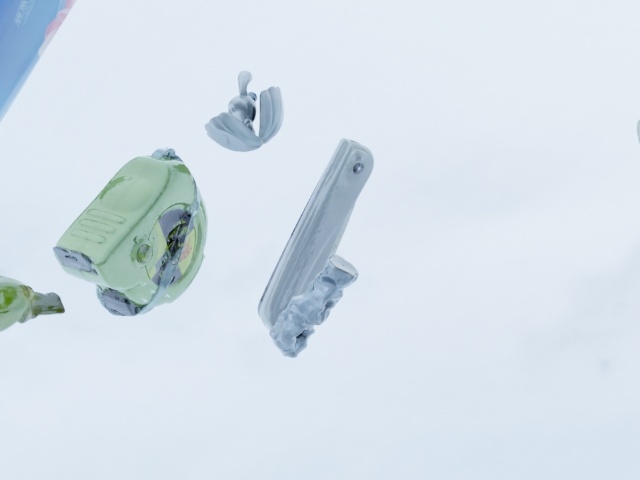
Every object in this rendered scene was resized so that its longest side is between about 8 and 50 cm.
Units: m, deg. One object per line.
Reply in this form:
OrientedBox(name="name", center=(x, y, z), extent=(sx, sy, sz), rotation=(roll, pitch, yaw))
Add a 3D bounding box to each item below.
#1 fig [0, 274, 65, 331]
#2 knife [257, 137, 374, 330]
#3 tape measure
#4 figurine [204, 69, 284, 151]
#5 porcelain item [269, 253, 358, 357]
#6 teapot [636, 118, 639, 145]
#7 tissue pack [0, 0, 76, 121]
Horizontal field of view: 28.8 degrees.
OrientedBox(name="fig", center=(-0.431, 0.087, 1.153), extent=(0.233, 0.314, 0.233), rotation=(3, 94, 40))
OrientedBox(name="knife", center=(-0.003, -0.002, 1.583), extent=(0.040, 0.073, 0.266), rotation=(37, 105, 58))
OrientedBox(name="tape measure", center=(-0.208, -0.005, 1.448), extent=(0.106, 0.175, 0.200), rotation=(13, 55, 27))
OrientedBox(name="figurine", center=(-0.086, -0.151, 1.512), extent=(0.082, 0.094, 0.086), rotation=(19, 68, 13))
OrientedBox(name="porcelain item", center=(-0.006, 0.048, 0.867), extent=(0.028, 0.036, 0.083), rotation=(45, 114, 24))
OrientedBox(name="teapot", center=(0.299, -0.099, 0.992), extent=(0.083, 0.057, 0.067), rotation=(-32, 106, -19))
OrientedBox(name="tissue pack", center=(-0.458, -0.275, 1.655), extent=(0.137, 0.209, 0.270), rotation=(32, 88, 18))
